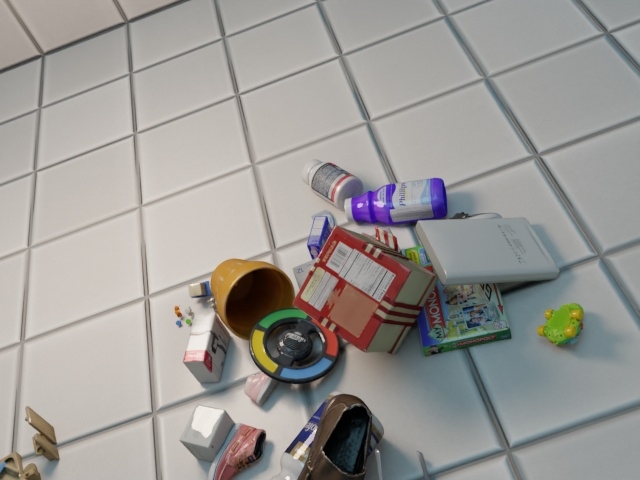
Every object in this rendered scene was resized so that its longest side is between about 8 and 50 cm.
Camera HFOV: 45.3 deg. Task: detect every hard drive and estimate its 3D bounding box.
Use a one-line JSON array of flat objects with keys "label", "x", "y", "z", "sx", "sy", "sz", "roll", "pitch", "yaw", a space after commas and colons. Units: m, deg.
[{"label": "hard drive", "x": 0.412, "y": 0.023, "z": 1.903, "sx": 0.307, "sy": 0.040, "sz": 0.203, "roll": -3, "pitch": 44, "yaw": -17}]

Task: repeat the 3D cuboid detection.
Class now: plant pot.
[{"label": "plant pot", "x": -0.201, "y": 0.137, "z": 2.041, "sx": 0.205, "sy": 0.205, "sz": 0.188, "roll": -39, "pitch": 33, "yaw": -14}]

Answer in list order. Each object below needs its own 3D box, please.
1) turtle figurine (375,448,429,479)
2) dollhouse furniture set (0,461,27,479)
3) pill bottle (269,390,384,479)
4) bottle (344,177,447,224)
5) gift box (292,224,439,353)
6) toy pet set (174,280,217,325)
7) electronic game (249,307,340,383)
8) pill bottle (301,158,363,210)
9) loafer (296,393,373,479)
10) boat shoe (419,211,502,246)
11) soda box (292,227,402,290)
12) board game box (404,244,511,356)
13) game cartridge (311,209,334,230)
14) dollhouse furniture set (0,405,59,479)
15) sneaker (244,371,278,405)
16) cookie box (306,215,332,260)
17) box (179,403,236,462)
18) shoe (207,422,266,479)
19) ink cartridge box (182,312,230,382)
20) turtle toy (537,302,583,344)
[{"label": "turtle figurine", "x": 0.190, "y": 0.558, "z": 1.511, "sx": 0.266, "sy": 0.198, "sz": 0.275, "roll": 28, "pitch": 69, "yaw": 35}, {"label": "dollhouse furniture set", "x": -0.700, "y": 0.723, "z": 1.791, "sx": 0.286, "sy": 0.198, "sz": 0.303, "roll": 27, "pitch": 27, "yaw": -6}, {"label": "pill bottle", "x": 0.008, "y": 0.476, "z": 1.680, "sx": 0.153, "sy": 0.153, "sz": 0.265, "roll": 24, "pitch": 63, "yaw": 35}, {"label": "bottle", "x": 0.210, "y": -0.103, "z": 2.146, "sx": 0.282, "sy": 0.092, "sz": 0.118, "roll": -6, "pitch": 50, "yaw": 16}, {"label": "gift box", "x": 0.108, "y": 0.103, "z": 1.845, "sx": 0.276, "sy": 0.258, "sz": 0.255, "roll": 37, "pitch": 98, "yaw": 25}, {"label": "toy pet set", "x": -0.344, "y": 0.175, "z": 2.156, "sx": 0.122, "sy": 0.065, "sz": 0.114, "roll": -10, "pitch": 83, "yaw": 17}, {"label": "electronic game", "x": -0.065, "y": 0.261, "z": 1.922, "sx": 0.229, "sy": 0.048, "sz": 0.229, "roll": 4, "pitch": 45, "yaw": -4}, {"label": "pill bottle", "x": 0.030, "y": -0.170, "z": 2.263, "sx": 0.108, "sy": 0.108, "sz": 0.180, "roll": -42, "pitch": 50, "yaw": -16}, {"label": "loafer", "x": 0.021, "y": 0.479, "z": 1.529, "sx": 0.133, "sy": 0.130, "sz": 0.366, "roll": 14, "pitch": 69, "yaw": -7}, {"label": "boat shoe", "x": 0.370, "y": -0.039, "z": 2.047, "sx": 0.228, "sy": 0.080, "sz": 0.076, "roll": -20, "pitch": 48, "yaw": 14}, {"label": "soda box", "x": 0.079, "y": 0.079, "z": 2.039, "sx": 0.286, "sy": 0.091, "sz": 0.098, "roll": -23, "pitch": 45, "yaw": 0}, {"label": "board game box", "x": 0.339, "y": 0.128, "z": 1.930, "sx": 0.213, "sy": 0.046, "sz": 0.317, "roll": -13, "pitch": 47, "yaw": 9}, {"label": "game cartridge", "x": 0.010, "y": -0.054, "z": 2.234, "sx": 0.056, "sy": 0.017, "sz": 0.083, "roll": -22, "pitch": 47, "yaw": -3}, {"label": "dollhouse furniture set", "x": -0.764, "y": 0.538, "z": 1.940, "sx": 0.151, "sy": 0.123, "sz": 0.144, "roll": -29, "pitch": 47, "yaw": -5}, {"label": "sneaker", "x": -0.141, "y": 0.342, "z": 1.922, "sx": 0.070, "sy": 0.051, "sz": 0.134, "roll": 24, "pitch": 66, "yaw": 29}, {"label": "cookie box", "x": 0.000, "y": 0.000, "z": 2.138, "sx": 0.040, "sy": 0.092, "sz": 0.107, "roll": 2, "pitch": 51, "yaw": 18}, {"label": "box", "x": -0.263, "y": 0.463, "z": 1.830, "sx": 0.087, "sy": 0.102, "sz": 0.101, "roll": 5, "pitch": 52, "yaw": 27}, {"label": "shoe", "x": -0.192, "y": 0.511, "z": 1.787, "sx": 0.081, "sy": 0.063, "sz": 0.178, "roll": 3, "pitch": 48, "yaw": 29}, {"label": "ink cartridge box", "x": -0.295, "y": 0.278, "z": 1.996, "sx": 0.063, "sy": 0.109, "sz": 0.150, "roll": -6, "pitch": 49, "yaw": 18}, {"label": "turtle toy", "x": 0.568, "y": 0.193, "z": 1.771, "sx": 0.095, "sy": 0.066, "sz": 0.130, "roll": -5, "pitch": 42, "yaw": 49}]
